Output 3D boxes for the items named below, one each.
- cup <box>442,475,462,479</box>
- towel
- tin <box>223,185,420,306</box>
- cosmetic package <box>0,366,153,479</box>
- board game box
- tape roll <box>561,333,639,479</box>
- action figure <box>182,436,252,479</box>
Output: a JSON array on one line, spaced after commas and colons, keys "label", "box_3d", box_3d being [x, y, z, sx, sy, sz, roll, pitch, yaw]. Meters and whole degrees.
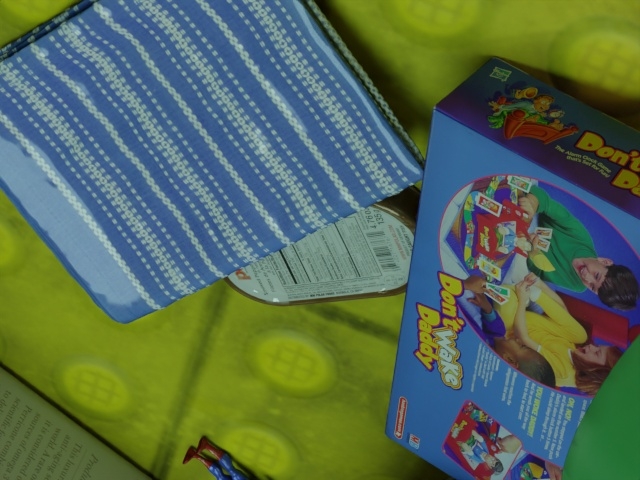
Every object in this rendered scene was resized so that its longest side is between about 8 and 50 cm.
[{"label": "cup", "box_3d": [0.146, 0.318, 1.594, 0.331, 0.331, 0.237, 17, 123, 5]}, {"label": "towel", "box_3d": [-0.113, -0.077, 1.472, 0.336, 0.040, 0.243, -26, 109, 37]}, {"label": "tin", "box_3d": [0.000, 0.000, 1.531, 0.189, 0.040, 0.106, -7, 124, 26]}, {"label": "cosmetic package", "box_3d": [-0.361, 0.217, 1.734, 0.453, 0.230, 0.161, 39, 133, -15]}, {"label": "board game box", "box_3d": [0.177, 0.067, 1.439, 0.233, 0.078, 0.347, 31, 139, 23]}, {"label": "tape roll", "box_3d": [0.308, 0.114, 1.337, 0.077, 0.321, 0.321, 47, 147, 33]}, {"label": "action figure", "box_3d": [-0.069, 0.221, 1.768, 0.115, 0.030, 0.038, 34, 129, -15]}]
